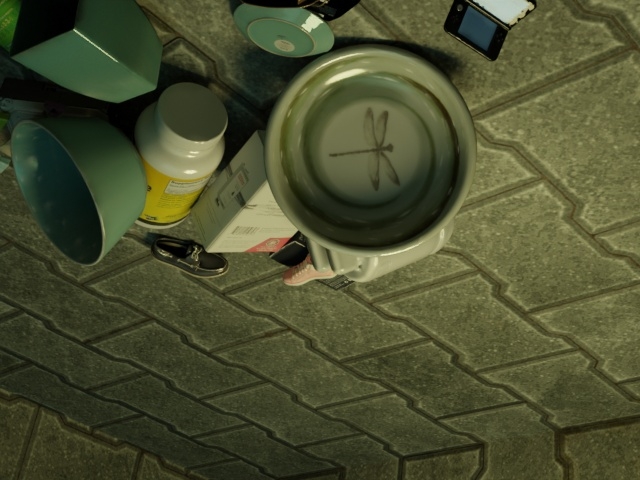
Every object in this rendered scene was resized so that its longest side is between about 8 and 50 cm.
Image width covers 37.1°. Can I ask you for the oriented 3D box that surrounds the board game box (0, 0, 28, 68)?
[{"bbox_3d":[-0.592,-0.428,1.792,0.124,0.039,0.259,-11,146,28],"label":"board game box"}]

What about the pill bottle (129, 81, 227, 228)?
[{"bbox_3d":[-0.310,-0.176,1.985,0.188,0.188,0.334,18,147,-15],"label":"pill bottle"}]

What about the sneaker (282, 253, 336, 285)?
[{"bbox_3d":[-0.032,0.058,2.137,0.134,0.051,0.070,-11,141,21],"label":"sneaker"}]

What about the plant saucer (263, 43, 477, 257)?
[{"bbox_3d":[0.094,-0.170,1.826,0.401,0.400,0.100,7,-171,3],"label":"plant saucer"}]

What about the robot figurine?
[{"bbox_3d":[0.139,-0.038,2.013,0.353,0.199,0.300,-21,-164,-28],"label":"robot figurine"}]

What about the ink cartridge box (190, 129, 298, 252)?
[{"bbox_3d":[-0.109,-0.097,2.013,0.207,0.117,0.283,1,145,-43],"label":"ink cartridge box"}]

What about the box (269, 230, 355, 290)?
[{"bbox_3d":[0.000,0.000,2.225,0.207,0.153,0.108,26,144,-28],"label":"box"}]

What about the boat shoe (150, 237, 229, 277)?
[{"bbox_3d":[-0.335,0.041,2.447,0.206,0.075,0.065,15,151,-1],"label":"boat shoe"}]

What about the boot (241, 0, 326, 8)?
[{"bbox_3d":[0.009,-0.410,1.526,0.305,0.115,0.112,4,144,2],"label":"boot"}]

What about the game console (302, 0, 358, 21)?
[{"bbox_3d":[-0.073,-0.490,1.563,0.361,0.044,0.213,18,146,-16],"label":"game console"}]

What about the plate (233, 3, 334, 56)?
[{"bbox_3d":[-0.068,-0.373,1.722,0.188,0.024,0.188,12,162,4],"label":"plate"}]

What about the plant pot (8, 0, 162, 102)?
[{"bbox_3d":[-0.407,-0.363,1.742,0.166,0.165,0.234,-14,150,32],"label":"plant pot"}]

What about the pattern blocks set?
[{"bbox_3d":[-0.588,-0.195,2.053,0.285,0.026,0.325,22,146,-21],"label":"pattern blocks set"}]

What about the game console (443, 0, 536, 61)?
[{"bbox_3d":[0.289,-0.380,1.627,0.122,0.107,0.071,26,172,-26],"label":"game console"}]

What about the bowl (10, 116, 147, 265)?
[{"bbox_3d":[-0.461,-0.121,1.903,0.311,0.163,0.311,29,134,35],"label":"bowl"}]

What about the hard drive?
[{"bbox_3d":[-0.552,-0.212,2.104,0.237,0.064,0.339,7,148,1],"label":"hard drive"}]
